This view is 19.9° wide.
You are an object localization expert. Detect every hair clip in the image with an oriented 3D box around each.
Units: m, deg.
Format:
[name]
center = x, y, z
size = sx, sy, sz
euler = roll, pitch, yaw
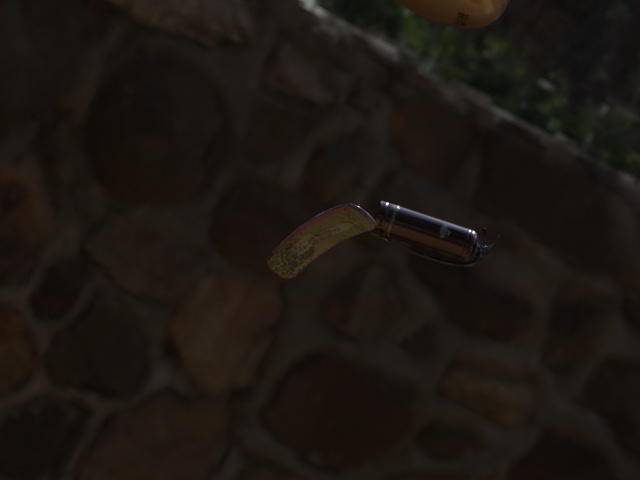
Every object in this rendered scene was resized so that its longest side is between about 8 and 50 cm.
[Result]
[hair clip]
center = 0.000, -0.001, 2.086
size = 0.054, 0.137, 0.022
euler = 39, 30, -36

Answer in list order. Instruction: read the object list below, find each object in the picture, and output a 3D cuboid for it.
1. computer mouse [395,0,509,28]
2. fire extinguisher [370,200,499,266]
[computer mouse]
center = 0.071, -0.278, 1.672
size = 0.236, 0.082, 0.145
euler = 40, -8, 3
[fire extinguisher]
center = 0.143, -0.006, 2.307
size = 0.158, 0.064, 0.043
euler = 18, -27, 4
